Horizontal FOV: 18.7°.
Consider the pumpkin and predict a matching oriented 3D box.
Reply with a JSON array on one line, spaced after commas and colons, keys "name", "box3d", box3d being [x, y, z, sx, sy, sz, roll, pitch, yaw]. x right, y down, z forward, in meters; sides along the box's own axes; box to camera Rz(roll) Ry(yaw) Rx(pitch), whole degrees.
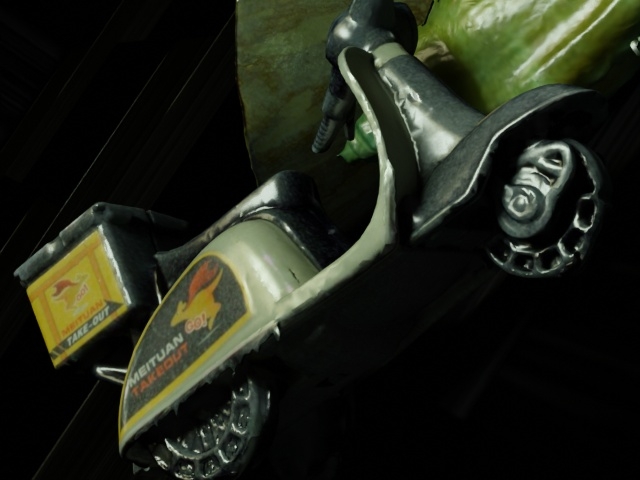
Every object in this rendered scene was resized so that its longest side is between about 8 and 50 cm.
[{"name": "pumpkin", "box3d": [0.028, -0.104, 0.937, 0.110, 0.217, 0.217, -8, 33, 15]}]

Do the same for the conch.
[{"name": "conch", "box3d": [0.092, -0.085, 0.818, 0.200, 0.079, 0.095, -34, 43, 34]}]

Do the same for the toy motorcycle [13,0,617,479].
[{"name": "toy motorcycle", "box3d": [0.000, 0.000, 0.778, 0.263, 0.091, 0.157, -39, 62, 26]}]
